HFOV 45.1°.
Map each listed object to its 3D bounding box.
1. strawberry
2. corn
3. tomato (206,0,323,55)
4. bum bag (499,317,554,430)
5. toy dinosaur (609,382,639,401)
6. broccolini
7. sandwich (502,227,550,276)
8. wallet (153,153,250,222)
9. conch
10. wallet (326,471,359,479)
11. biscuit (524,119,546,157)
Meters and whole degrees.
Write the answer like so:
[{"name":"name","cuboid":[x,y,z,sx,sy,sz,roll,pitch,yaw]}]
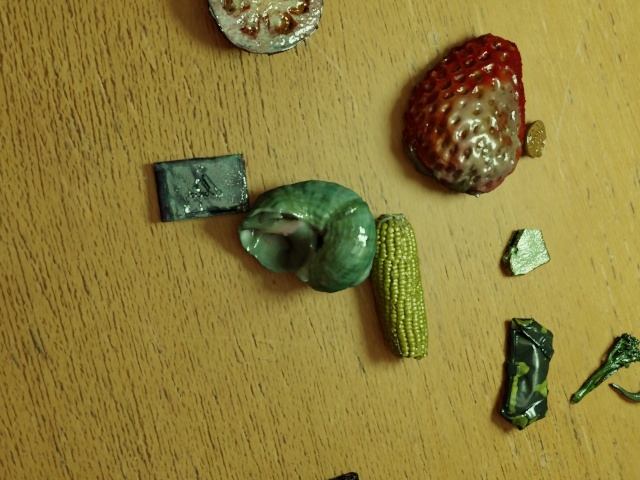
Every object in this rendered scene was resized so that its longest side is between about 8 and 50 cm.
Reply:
[{"name":"strawberry","cuboid":[0.316,-0.258,1.516,0.265,0.149,0.336,24,81,-16]},{"name":"corn","cuboid":[0.148,0.092,1.486,0.106,0.106,0.293,-10,95,-19]},{"name":"tomato","cuboid":[-0.109,-0.441,1.400,0.224,0.085,0.225,-1,93,-22]},{"name":"bum bag","cuboid":[0.431,0.278,1.601,0.106,0.060,0.233,8,85,-10]},{"name":"toy dinosaur","cuboid":[0.753,0.285,1.739,0.178,0.087,0.187,13,66,17]},{"name":"broccolini","cuboid":[0.625,0.288,1.671,0.201,0.058,0.074,-45,97,-15]},{"name":"sandwich","cuboid":[0.424,0.024,1.612,0.104,0.035,0.093,-29,100,-16]},{"name":"wallet","cuboid":[-0.212,-0.095,1.392,0.165,0.030,0.111,-8,88,-21]},{"name":"conch","cuboid":[0.000,0.000,1.401,0.220,0.195,0.277,-41,129,14]},{"name":"wallet","cuboid":[-0.019,0.582,1.444,0.262,0.071,0.221,-17,96,-12]},{"name":"biscuit","cuboid":[0.452,-0.208,1.611,0.091,0.015,0.078,-47,126,-36]}]
